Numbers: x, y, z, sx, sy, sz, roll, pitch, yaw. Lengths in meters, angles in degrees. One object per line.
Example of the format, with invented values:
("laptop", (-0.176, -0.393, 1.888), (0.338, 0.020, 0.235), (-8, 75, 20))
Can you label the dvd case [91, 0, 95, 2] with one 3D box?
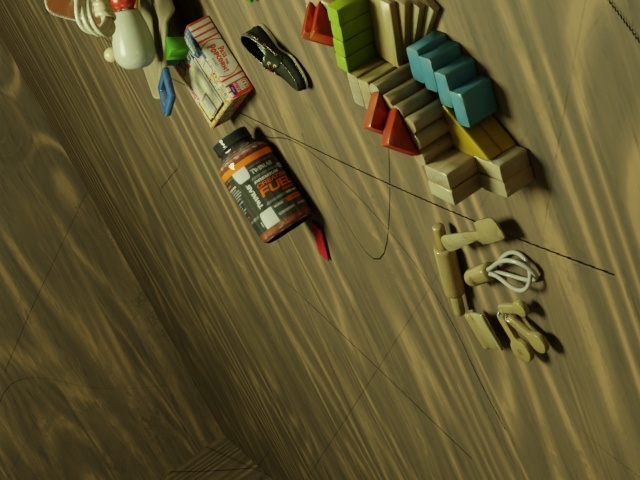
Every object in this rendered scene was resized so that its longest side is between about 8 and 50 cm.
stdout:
("dvd case", (-0.513, -0.572, 1.985), (0.180, 0.022, 0.253), (35, 154, 18))

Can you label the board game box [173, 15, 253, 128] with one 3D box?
("board game box", (-0.195, -0.291, 1.675), (0.147, 0.045, 0.193), (58, 161, -2))

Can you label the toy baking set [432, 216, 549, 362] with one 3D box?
("toy baking set", (0.219, 0.053, 1.237), (0.197, 0.030, 0.256), (27, 145, 51))

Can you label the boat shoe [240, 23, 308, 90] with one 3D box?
("boat shoe", (-0.068, -0.266, 1.413), (0.133, 0.042, 0.049), (49, 158, 18))

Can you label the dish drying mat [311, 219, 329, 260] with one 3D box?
("dish drying mat", (0.000, 0.000, 1.714), (0.032, 0.008, 0.083), (41, 156, 41))

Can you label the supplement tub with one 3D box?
("supplement tub", (-0.108, -0.100, 1.670), (0.198, 0.106, 0.106), (56, 161, 2))

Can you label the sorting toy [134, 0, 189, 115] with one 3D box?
("sorting toy", (-0.284, -0.380, 1.681), (0.196, 0.047, 0.348), (108, 147, -47))

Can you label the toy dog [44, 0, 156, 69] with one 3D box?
("toy dog", (-0.402, -0.448, 1.599), (0.220, 0.161, 0.334), (10, -111, -63))

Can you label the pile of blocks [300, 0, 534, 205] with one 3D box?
("pile of blocks", (0.084, -0.182, 1.059), (0.362, 0.112, 0.149), (50, 160, 18))

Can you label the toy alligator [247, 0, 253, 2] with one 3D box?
("toy alligator", (-0.144, -0.417, 1.340), (0.056, 0.051, 0.190), (32, 149, 50))
